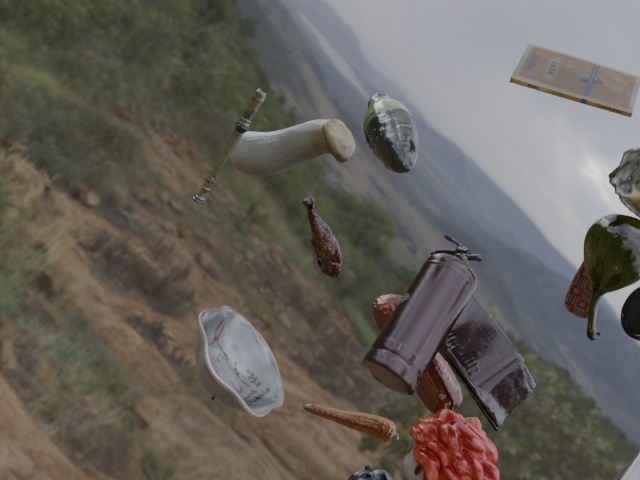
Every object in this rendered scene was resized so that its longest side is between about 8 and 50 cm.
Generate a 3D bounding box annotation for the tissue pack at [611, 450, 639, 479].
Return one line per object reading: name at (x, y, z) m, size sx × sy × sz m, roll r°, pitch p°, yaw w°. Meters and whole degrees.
tissue pack at (0.615, 0.531, 1.697) m, size 0.159 × 0.136 × 0.246 m, roll 35°, pitch -22°, yaw 21°

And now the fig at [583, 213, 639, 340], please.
fig at (0.581, 0.067, 1.809) m, size 0.151 × 0.259 × 0.151 m, roll 27°, pitch 15°, yaw -8°

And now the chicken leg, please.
chicken leg at (0.003, 0.005, 1.715) m, size 0.089 × 0.048 × 0.219 m, roll 50°, pitch -12°, yaw 34°

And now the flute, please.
flute at (-0.160, -0.166, 1.570) m, size 0.027 × 0.233 × 0.027 m, roll 31°, pitch 13°, yaw -8°

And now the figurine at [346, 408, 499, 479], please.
figurine at (0.219, 0.568, 1.979) m, size 0.306 × 0.412 × 0.241 m, roll 56°, pitch 12°, yaw -9°

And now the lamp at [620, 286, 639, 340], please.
lamp at (0.681, 0.225, 1.719) m, size 0.371 × 0.109 × 0.130 m, roll 48°, pitch 29°, yaw -41°

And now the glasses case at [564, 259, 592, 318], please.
glasses case at (0.596, 0.082, 1.935) m, size 0.073 × 0.194 × 0.049 m, roll 29°, pitch 35°, yaw 13°

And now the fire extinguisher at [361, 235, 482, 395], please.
fire extinguisher at (0.205, 0.128, 1.708) m, size 0.135 × 0.337 × 0.114 m, roll 13°, pitch -31°, yaw 45°

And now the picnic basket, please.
picnic basket at (0.328, 0.237, 1.838) m, size 0.222 × 0.129 × 0.296 m, roll 56°, pitch 1°, yaw -44°

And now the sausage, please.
sausage at (0.238, 0.269, 2.135) m, size 0.330 × 0.102 × 0.102 m, roll 59°, pitch 11°, yaw 9°

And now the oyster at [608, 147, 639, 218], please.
oyster at (0.712, -0.116, 1.811) m, size 0.275 × 0.100 × 0.271 m, roll 18°, pitch -23°, yaw -3°

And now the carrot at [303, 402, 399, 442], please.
carrot at (0.081, 0.449, 2.227) m, size 0.257 × 0.061 × 0.061 m, roll 20°, pitch 11°, yaw -1°

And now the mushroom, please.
mushroom at (-0.066, -0.224, 2.069) m, size 0.159 × 0.329 × 0.122 m, roll -49°, pitch 125°, yaw -49°

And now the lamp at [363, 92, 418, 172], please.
lamp at (0.136, -0.206, 1.689) m, size 0.101 × 0.101 × 0.250 m, roll 42°, pitch 20°, yaw -35°

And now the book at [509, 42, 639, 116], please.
book at (0.514, -0.323, 1.771) m, size 0.242 × 0.018 × 0.170 m, roll 20°, pitch 41°, yaw 13°

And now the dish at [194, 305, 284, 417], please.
dish at (-0.164, 0.229, 1.582) m, size 0.229 × 0.081 × 0.229 m, roll 46°, pitch 23°, yaw -26°
